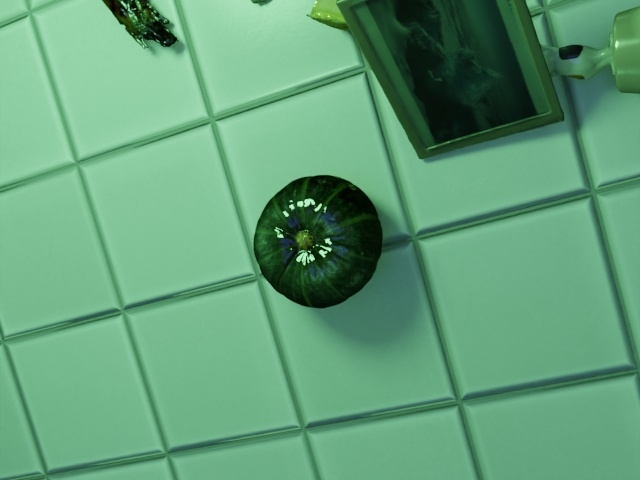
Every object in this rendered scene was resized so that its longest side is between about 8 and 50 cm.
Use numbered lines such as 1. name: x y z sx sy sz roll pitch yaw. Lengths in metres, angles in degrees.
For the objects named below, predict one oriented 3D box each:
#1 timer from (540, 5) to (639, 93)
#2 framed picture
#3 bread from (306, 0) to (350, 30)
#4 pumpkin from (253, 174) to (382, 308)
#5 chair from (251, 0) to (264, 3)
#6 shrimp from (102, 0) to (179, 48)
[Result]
1. timer: 0.536 -0.366 1.555 0.266 0.175 0.175 -2 99 27
2. framed picture: 0.267 -0.354 1.535 0.326 0.028 0.446 -15 136 23
3. bread: 0.070 -0.561 1.595 0.198 0.263 0.236 -6 101 13
4. pumpkin: 0.000 0.000 1.745 0.300 0.207 0.300 -1 87 25
5. chair: -0.181 -0.701 1.693 0.160 0.186 0.319 -27 89 13
6. shrimp: -0.427 -0.630 1.842 0.233 0.071 0.365 -40 81 13
